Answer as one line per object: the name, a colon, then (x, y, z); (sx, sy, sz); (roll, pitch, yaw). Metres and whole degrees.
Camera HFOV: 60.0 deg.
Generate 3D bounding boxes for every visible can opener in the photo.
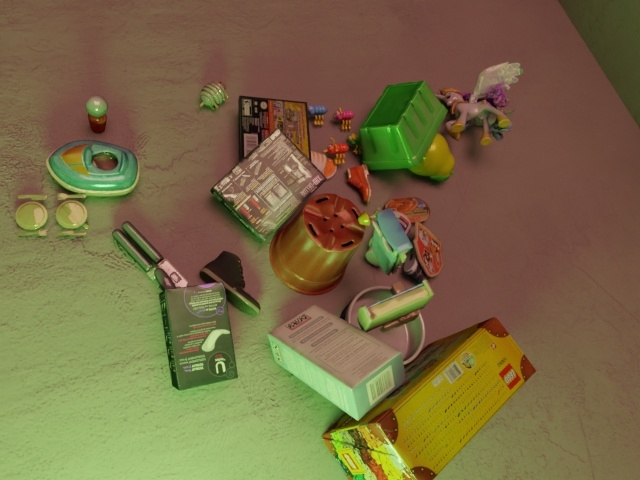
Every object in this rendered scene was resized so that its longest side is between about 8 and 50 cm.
can opener: (-0.503, 0.055, 1.645); (0.280, 0.093, 0.074); (46, 70, 5)

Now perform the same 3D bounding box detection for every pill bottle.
pill bottle: (0.234, -0.003, 1.940); (0.108, 0.108, 0.193); (34, 57, -1)

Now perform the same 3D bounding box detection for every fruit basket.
fruit basket: (0.351, -0.379, 2.136); (0.392, 0.283, 0.391); (-6, 98, -53)

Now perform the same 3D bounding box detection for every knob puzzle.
knob puzzle: (0.392, 0.043, 1.967); (0.213, 0.030, 0.213); (27, 53, -43)

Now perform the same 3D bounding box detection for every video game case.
video game case: (-0.162, -0.379, 1.949); (0.249, 0.035, 0.274); (2, 66, -15)

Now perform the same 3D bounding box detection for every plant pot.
plant pot: (0.000, 0.000, 1.758); (0.273, 0.265, 0.272); (9, 61, -16)

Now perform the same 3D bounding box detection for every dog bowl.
dog bowl: (0.193, 0.284, 1.768); (0.265, 0.104, 0.264); (9, 61, -17)

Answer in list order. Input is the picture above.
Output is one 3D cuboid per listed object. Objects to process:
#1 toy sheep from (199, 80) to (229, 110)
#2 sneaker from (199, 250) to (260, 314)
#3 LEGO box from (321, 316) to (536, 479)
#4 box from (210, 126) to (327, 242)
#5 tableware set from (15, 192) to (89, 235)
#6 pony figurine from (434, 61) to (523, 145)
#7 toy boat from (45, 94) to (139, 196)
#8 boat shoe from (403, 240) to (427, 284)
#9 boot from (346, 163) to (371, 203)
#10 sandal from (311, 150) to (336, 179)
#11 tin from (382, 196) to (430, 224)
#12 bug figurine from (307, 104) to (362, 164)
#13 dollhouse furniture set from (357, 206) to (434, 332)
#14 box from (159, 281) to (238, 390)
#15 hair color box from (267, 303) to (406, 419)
toy sheep: (-0.387, -0.522, 1.992); (0.091, 0.091, 0.132); (36, 63, 0)
sneaker: (-0.251, 0.126, 1.706); (0.222, 0.083, 0.118); (39, 57, 3)
LEGO box: (0.297, 0.464, 1.563); (0.500, 0.372, 0.193); (-31, 82, -30)
box: (-0.167, -0.184, 1.828); (0.242, 0.076, 0.307); (45, 75, -7)
tableware set: (-0.790, -0.072, 1.635); (0.194, 0.039, 0.128); (-2, 76, -15)
pony figurine: (0.661, -0.546, 2.288); (0.351, 0.302, 0.363); (-5, 43, 4)
toy boat: (-0.699, -0.290, 1.715); (0.268, 0.148, 0.318); (1, 64, -20)
boat shoe: (0.349, 0.072, 1.978); (0.083, 0.065, 0.183); (46, 43, -22)
boot: (0.141, -0.204, 2.047); (0.085, 0.059, 0.157); (-8, 67, -9)
sandal: (-0.058, -0.278, 1.991); (0.266, 0.076, 0.101); (2, 64, -20)
tin: (0.320, -0.105, 2.068); (0.190, 0.040, 0.106); (-6, 62, -23)
bug figurine: (0.064, -0.423, 2.096); (0.216, 0.072, 0.278); (-12, 65, -33)
dollhouse furniture set: (0.155, 0.100, 1.642); (0.198, 0.286, 0.303); (-20, 68, -12)
box: (-0.340, 0.260, 1.531); (0.165, 0.143, 0.270); (-7, 84, -23)
hair color box: (0.037, 0.327, 1.559); (0.185, 0.375, 0.113); (-29, 122, -30)
